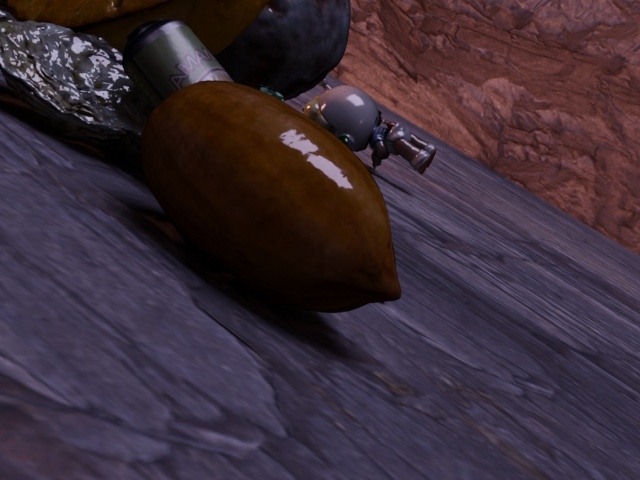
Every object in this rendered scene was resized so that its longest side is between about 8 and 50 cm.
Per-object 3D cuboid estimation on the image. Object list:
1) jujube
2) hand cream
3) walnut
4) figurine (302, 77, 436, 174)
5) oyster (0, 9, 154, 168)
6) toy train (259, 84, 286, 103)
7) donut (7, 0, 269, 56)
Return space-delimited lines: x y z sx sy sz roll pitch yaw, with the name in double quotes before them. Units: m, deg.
"jujube" -0.095 -0.289 1.253 0.308 0.246 0.215 48 -6 27
"hand cream" -0.056 -0.067 0.757 0.235 0.055 0.086 49 37 6
"walnut" -0.028 -0.025 0.649 0.207 0.116 0.116 35 13 27
"figurine" 0.064 -0.149 1.503 0.197 0.093 0.147 37 34 4
"oyster" -0.172 -0.110 0.792 0.177 0.064 0.125 32 22 -19
"toy train" -0.072 -0.112 1.049 0.099 0.070 0.172 47 19 27
"donut" -0.161 -0.274 1.062 0.303 0.303 0.110 40 -9 45
